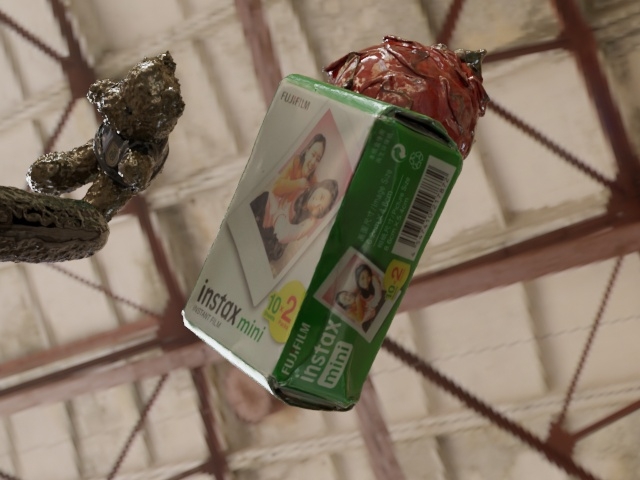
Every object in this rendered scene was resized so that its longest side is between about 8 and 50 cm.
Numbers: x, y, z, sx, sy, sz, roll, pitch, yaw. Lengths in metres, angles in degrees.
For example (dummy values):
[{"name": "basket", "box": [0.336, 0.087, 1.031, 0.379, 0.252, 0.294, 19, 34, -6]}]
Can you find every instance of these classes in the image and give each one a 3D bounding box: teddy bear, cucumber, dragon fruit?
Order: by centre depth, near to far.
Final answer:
[{"name": "cucumber", "box": [-0.279, -0.012, 1.482, 0.074, 0.241, 0.074, -2, -94, 26]}, {"name": "dragon fruit", "box": [0.082, -0.135, 1.620, 0.172, 0.209, 0.172, 33, -50, 51]}, {"name": "teddy bear", "box": [-0.236, -0.110, 1.792, 0.251, 0.129, 0.182, -47, -122, 26]}]

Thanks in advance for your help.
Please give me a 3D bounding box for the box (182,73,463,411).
[{"name": "box", "box": [0.000, 0.000, 1.245, 0.180, 0.103, 0.250, 27, -86, 55]}]
